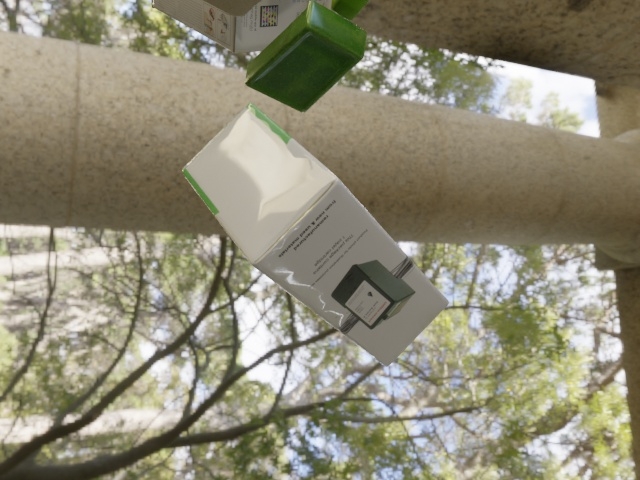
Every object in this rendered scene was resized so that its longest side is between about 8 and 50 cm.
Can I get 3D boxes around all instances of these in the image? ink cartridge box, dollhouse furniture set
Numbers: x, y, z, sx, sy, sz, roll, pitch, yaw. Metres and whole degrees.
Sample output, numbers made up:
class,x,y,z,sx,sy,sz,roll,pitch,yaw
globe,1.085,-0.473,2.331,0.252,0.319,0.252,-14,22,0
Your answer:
class,x,y,z,sx,sy,sz,roll,pitch,yaw
ink cartridge box,0.000,0.000,0.785,0.121,0.289,0.211,-45,-134,1
dollhouse furniture set,-0.094,-0.332,0.821,0.151,0.301,0.198,-26,-131,52
ink cartridge box,-0.097,-0.422,1.083,0.309,0.271,0.130,40,-45,43
